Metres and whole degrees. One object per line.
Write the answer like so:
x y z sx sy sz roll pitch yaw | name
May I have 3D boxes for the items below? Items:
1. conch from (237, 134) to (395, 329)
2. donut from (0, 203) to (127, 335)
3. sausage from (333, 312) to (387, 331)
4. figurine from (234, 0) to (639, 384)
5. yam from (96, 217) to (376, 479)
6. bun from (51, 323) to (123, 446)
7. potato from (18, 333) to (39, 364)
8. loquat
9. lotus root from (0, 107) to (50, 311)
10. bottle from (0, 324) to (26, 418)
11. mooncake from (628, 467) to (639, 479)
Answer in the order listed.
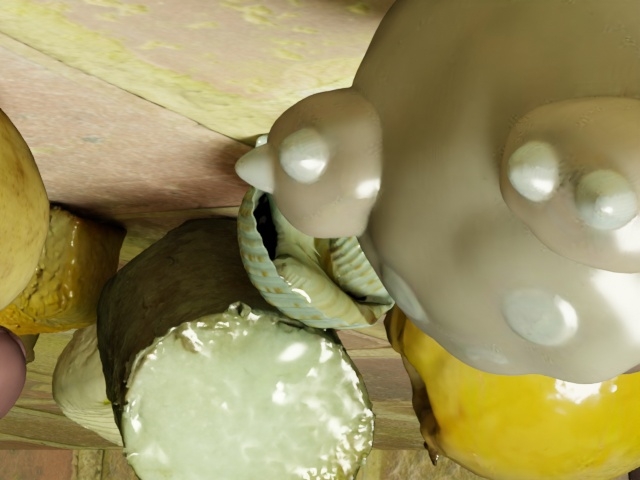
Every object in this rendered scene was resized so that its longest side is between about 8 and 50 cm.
-0.002 0.004 1.323 0.153 0.135 0.102 24 140 -22 | conch
-0.258 0.029 1.637 0.259 0.101 0.152 -10 170 33 | donut
0.052 0.037 1.633 0.078 0.078 0.304 10 169 -31 | sausage
0.165 -0.046 0.922 0.381 0.203 0.248 -5 -168 -44 | figurine
-0.074 0.099 1.474 0.195 0.195 0.300 5 -167 -11 | yam
-0.127 0.121 1.897 0.259 0.160 0.259 11 156 5 | bun
-0.392 0.112 2.027 0.202 0.117 0.182 9 170 -34 | potato
0.171 0.066 1.396 0.244 0.243 0.244 3 169 1 | loquat
-0.285 -0.039 1.115 0.183 0.182 0.310 -3 162 26 | lotus root
-0.340 0.066 1.534 0.233 0.110 0.110 30 176 17 | bottle
0.375 0.165 1.684 0.141 0.283 0.283 3 171 31 | mooncake
